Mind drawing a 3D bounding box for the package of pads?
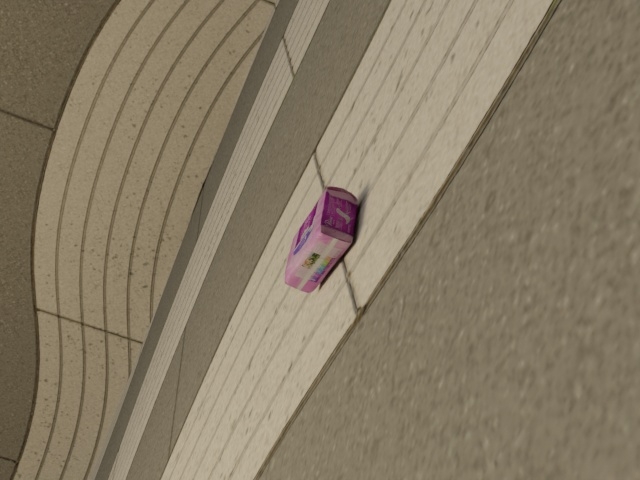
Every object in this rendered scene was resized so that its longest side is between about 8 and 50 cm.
[{"bbox_3d":[0.000,0.000,0.699,0.083,0.031,0.050,125,159,-50],"label":"package of pads"}]
